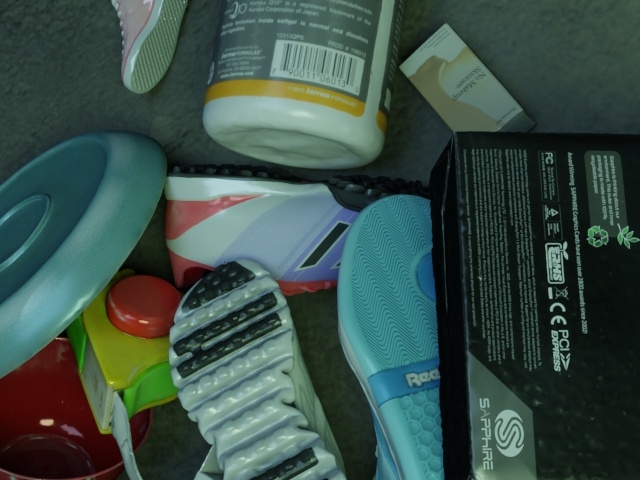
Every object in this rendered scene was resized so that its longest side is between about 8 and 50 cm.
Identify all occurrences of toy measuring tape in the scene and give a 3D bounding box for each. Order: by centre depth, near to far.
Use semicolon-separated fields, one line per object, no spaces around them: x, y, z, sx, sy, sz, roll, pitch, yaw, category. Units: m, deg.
-0.137;0.129;1.073;0.121;0.121;0.330;-44;45;12;toy measuring tape

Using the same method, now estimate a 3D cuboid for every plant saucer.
-0.277;0.007;1.154;0.317;0.044;0.317;-31;31;21;plant saucer

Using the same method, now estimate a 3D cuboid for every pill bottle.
-0.004;-0.213;1.095;0.162;0.162;0.278;3;78;29;pill bottle

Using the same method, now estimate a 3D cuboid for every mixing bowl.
-0.249;0.183;1.135;0.181;0.181;0.098;39;132;30;mixing bowl

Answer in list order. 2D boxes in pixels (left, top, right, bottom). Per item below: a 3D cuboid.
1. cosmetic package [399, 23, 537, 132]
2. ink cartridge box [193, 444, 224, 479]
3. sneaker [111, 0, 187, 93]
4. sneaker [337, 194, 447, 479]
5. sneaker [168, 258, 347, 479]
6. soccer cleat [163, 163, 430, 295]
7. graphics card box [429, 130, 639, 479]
0.126;-0.125;1.070;0.060;0.041;0.115;-44;61;11;cosmetic package
-0.077;0.257;1.041;0.061;0.104;0.181;26;90;31;ink cartridge box
-0.183;-0.214;1.255;0.070;0.051;0.134;13;80;32;sneaker
0.073;0.140;0.949;0.127;0.208;0.319;-5;61;-11;sneaker
-0.042;0.144;0.994;0.110;0.118;0.292;-25;53;6;sneaker
0.000;0.000;1.082;0.318;0.108;0.116;7;99;29;soccer cleat
0.263;0.050;0.822;0.371;0.094;0.233;0;75;-8;graphics card box
